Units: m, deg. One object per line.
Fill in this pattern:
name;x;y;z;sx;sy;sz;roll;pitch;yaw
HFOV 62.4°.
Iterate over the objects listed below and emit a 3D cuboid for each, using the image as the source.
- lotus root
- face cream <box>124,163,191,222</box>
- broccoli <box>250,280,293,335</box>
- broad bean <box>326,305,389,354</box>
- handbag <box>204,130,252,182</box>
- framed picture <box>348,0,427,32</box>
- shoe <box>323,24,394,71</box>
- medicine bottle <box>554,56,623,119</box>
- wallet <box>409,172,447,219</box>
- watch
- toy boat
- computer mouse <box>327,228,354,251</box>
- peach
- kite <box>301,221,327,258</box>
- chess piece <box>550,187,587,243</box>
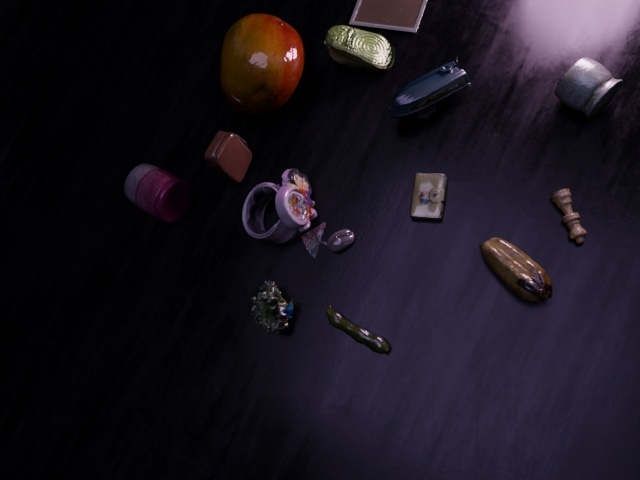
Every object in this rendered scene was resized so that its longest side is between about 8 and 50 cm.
lotus root;0.588;0.087;1.588;0.110;0.097;0.258;-38;60;-2
face cream;-0.619;-0.183;2.015;0.195;0.175;0.175;27;86;21
broccoli;-0.161;0.224;1.767;0.154;0.160;0.167;25;72;-5
broad bean;0.113;0.295;1.716;0.256;0.052;0.053;31;46;25
handbag;-0.332;-0.311;1.945;0.072;0.193;0.151;19;76;26
framed picture;0.265;-0.889;1.991;0.273;0.016;0.216;18;83;22
shoe;0.143;-0.701;1.925;0.262;0.128;0.140;18;91;-7
medicine bottle;0.824;-0.466;1.624;0.147;0.147;0.143;-45;69;3
wallet;0.359;-0.146;1.753;0.110;0.039;0.155;5;77;23
watch;-0.148;-0.117;1.864;0.231;0.196;0.244;-20;69;35
toy boat;0.358;-0.494;1.797;0.296;0.122;0.114;-31;46;-2
computer mouse;0.068;-0.002;1.808;0.096;0.039;0.066;-31;68;3
peach;-0.223;-0.636;1.939;0.372;0.290;0.373;-4;78;20
kite;0.000;0.000;1.852;0.152;0.005;0.137;12;81;20
chess piece;0.755;-0.071;1.595;0.060;0.060;0.172;-20;73;13
